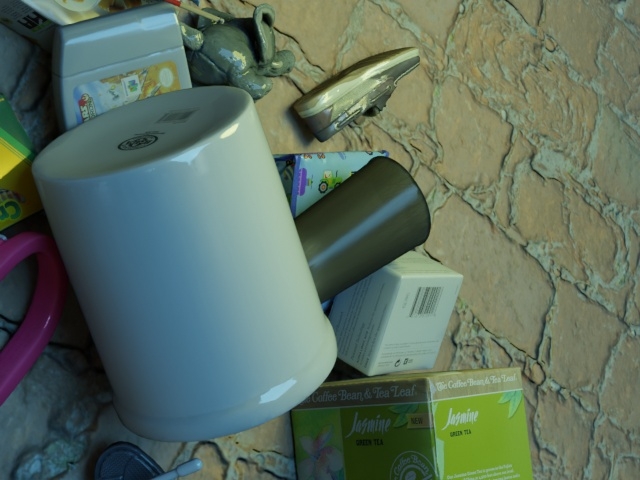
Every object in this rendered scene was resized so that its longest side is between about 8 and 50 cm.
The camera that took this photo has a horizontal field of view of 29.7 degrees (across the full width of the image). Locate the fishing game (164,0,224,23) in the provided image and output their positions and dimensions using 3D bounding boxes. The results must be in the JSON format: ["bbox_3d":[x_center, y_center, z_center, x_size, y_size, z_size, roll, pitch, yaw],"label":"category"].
[{"bbox_3d":[-0.251,-0.402,1.778,0.189,0.264,0.041,14,112,-51],"label":"fishing game"}]

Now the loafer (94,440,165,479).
[{"bbox_3d":[-0.233,0.415,1.753,0.109,0.095,0.302,-31,102,-2],"label":"loafer"}]

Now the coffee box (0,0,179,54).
[{"bbox_3d":[-0.346,-0.335,1.770,0.246,0.098,0.141,33,62,-33],"label":"coffee box"}]

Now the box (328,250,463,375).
[{"bbox_3d":[0.120,0.118,2.023,0.181,0.119,0.181,1,111,-49],"label":"box"}]

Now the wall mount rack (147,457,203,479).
[{"bbox_3d":[-0.256,0.465,1.654,0.304,0.130,0.350,-35,106,-25],"label":"wall mount rack"}]

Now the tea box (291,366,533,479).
[{"bbox_3d":[0.145,0.373,1.916,0.220,0.329,0.323,1,81,-41],"label":"tea box"}]

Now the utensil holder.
[{"bbox_3d":[-0.183,0.025,1.637,0.327,0.328,0.385,-39,122,-39],"label":"utensil holder"}]

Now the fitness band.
[{"bbox_3d":[-0.430,0.114,1.574,0.291,0.054,0.209,-57,157,-36],"label":"fitness band"}]

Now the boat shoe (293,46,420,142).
[{"bbox_3d":[0.074,-0.260,2.131,0.285,0.103,0.092,-34,110,-36],"label":"boat shoe"}]

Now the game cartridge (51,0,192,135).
[{"bbox_3d":[-0.277,-0.179,1.745,0.198,0.062,0.297,-22,117,-25],"label":"game cartridge"}]

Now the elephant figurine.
[{"bbox_3d":[-0.131,-0.309,1.938,0.169,0.186,0.239,27,50,-1],"label":"elephant figurine"}]

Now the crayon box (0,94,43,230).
[{"bbox_3d":[-0.492,-0.063,1.574,0.278,0.081,0.165,-36,99,-47],"label":"crayon box"}]

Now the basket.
[{"bbox_3d":[0.033,-0.003,1.863,0.227,0.204,0.154,-34,77,-21],"label":"basket"}]

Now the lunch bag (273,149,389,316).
[{"bbox_3d":[0.000,0.000,2.008,0.221,0.138,0.293,-6,95,-44],"label":"lunch bag"}]
